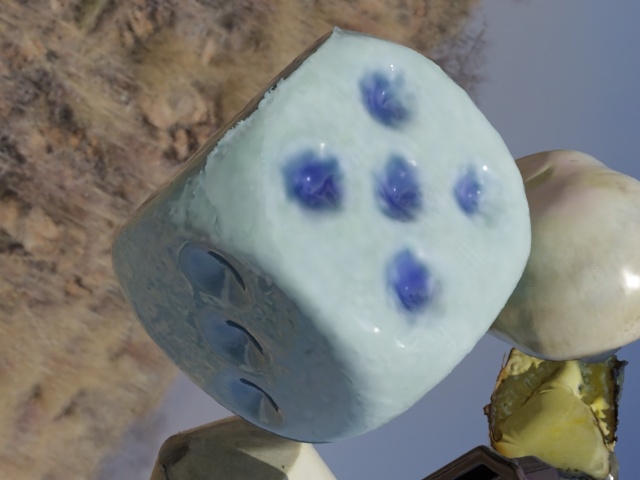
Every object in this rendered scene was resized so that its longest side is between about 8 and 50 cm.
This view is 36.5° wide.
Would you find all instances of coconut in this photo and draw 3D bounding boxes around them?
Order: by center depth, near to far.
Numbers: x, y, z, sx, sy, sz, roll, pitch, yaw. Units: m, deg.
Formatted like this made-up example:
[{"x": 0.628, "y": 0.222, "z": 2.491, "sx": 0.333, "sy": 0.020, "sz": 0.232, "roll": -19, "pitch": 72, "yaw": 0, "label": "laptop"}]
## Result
[{"x": -0.115, "y": 0.392, "z": 1.385, "sx": 0.323, "sy": 0.323, "sz": 0.323, "roll": -61, "pitch": -178, "yaw": 3, "label": "coconut"}]

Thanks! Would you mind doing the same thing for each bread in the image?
[{"x": 0.349, "y": 0.279, "z": 1.469, "sx": 0.262, "sy": 0.204, "sz": 0.163, "roll": -60, "pitch": 158, "yaw": -46, "label": "bread"}]

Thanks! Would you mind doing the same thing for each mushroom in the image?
[{"x": 0.259, "y": 0.037, "z": 1.033, "sx": 0.234, "sy": 0.253, "sz": 0.260, "roll": 66, "pitch": 33, "yaw": -30, "label": "mushroom"}]

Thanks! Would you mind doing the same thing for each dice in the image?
[{"x": 0.000, "y": 0.000, "z": 0.857, "sx": 0.265, "sy": 0.262, "sz": 0.268, "roll": -50, "pitch": -168, "yaw": -35, "label": "dice"}]

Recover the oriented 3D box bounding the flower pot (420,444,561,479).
[{"x": 0.183, "y": 0.314, "z": 1.013, "sx": 0.084, "sy": 0.179, "sz": 0.251, "roll": -12, "pitch": 157, "yaw": -34, "label": "flower pot"}]
